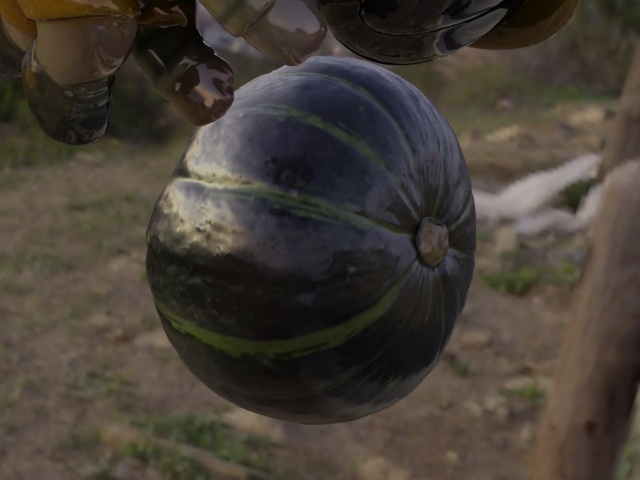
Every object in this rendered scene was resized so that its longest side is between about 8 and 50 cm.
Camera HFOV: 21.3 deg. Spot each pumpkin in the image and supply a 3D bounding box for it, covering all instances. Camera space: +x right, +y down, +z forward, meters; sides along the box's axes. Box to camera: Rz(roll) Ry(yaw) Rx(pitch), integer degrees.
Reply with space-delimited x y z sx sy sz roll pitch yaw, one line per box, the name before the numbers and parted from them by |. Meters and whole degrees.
pumpkin | 0.000 0.000 1.467 0.241 0.323 0.323 11 10 32

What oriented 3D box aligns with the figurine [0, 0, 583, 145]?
figurine | -0.012 -0.140 0.681 0.257 0.167 0.192 -16 10 -24
